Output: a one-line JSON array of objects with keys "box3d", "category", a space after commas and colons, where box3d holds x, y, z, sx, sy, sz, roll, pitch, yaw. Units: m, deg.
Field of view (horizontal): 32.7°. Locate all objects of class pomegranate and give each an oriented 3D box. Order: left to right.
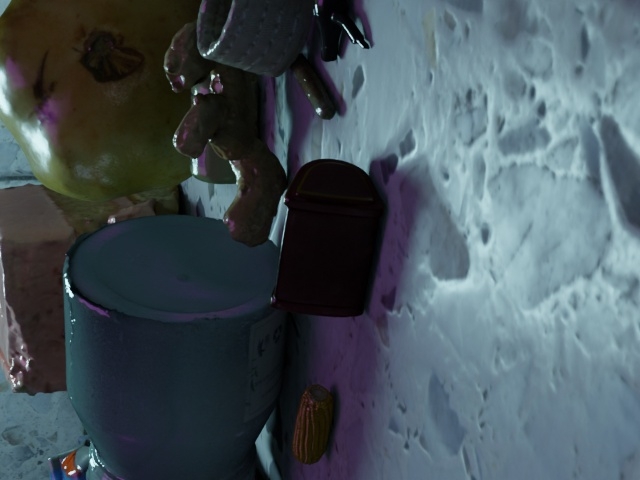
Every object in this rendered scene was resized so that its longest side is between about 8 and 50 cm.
[{"box3d": [-0.272, -0.211, 1.436, 0.332, 0.332, 0.333, 176, 90, -72], "category": "pomegranate"}]

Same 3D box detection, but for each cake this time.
[{"box3d": [-0.374, 0.064, 1.761, 0.293, 0.306, 0.314, -137, 46, -63], "category": "cake"}]

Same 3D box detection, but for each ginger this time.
[{"box3d": [-0.100, -0.120, 1.131, 0.065, 0.149, 0.259, 3, 95, 47], "category": "ginger"}]

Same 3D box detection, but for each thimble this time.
[{"box3d": [-0.060, -0.220, 1.044, 0.115, 0.090, 0.102, -54, 38, 43], "category": "thimble"}]

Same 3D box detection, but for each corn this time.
[{"box3d": [-0.007, 0.179, 1.066, 0.037, 0.037, 0.092, -113, 25, -47], "category": "corn"}]

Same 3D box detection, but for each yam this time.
[{"box3d": [-0.008, -0.146, 1.031, 0.116, 0.021, 0.021, -115, 28, -52], "category": "yam"}]

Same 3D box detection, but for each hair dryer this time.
[{"box3d": [0.019, -0.176, 0.939, 0.079, 0.031, 0.083, 88, 158, -43], "category": "hair dryer"}]

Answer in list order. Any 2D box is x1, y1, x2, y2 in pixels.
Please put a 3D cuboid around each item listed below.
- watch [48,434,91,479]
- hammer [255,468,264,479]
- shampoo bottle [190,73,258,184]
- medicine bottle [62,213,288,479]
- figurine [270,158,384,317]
[{"box3d": [-0.272, 0.414, 1.683, 0.305, 0.241, 0.275, 163, 89, -72], "category": "watch"}, {"box3d": [-0.253, 0.335, 1.278, 0.242, 0.408, 0.095, -124, 35, -64], "category": "hammer"}, {"box3d": [-0.111, -0.150, 1.258, 0.079, 0.079, 0.162, -135, 45, -65], "category": "shampoo bottle"}, {"box3d": [-0.162, 0.149, 1.205, 0.245, 0.244, 0.290, -122, 35, -57], "category": "medicine bottle"}, {"box3d": [0.001, 0.001, 0.956, 0.098, 0.082, 0.154, -94, 11, -52], "category": "figurine"}]
